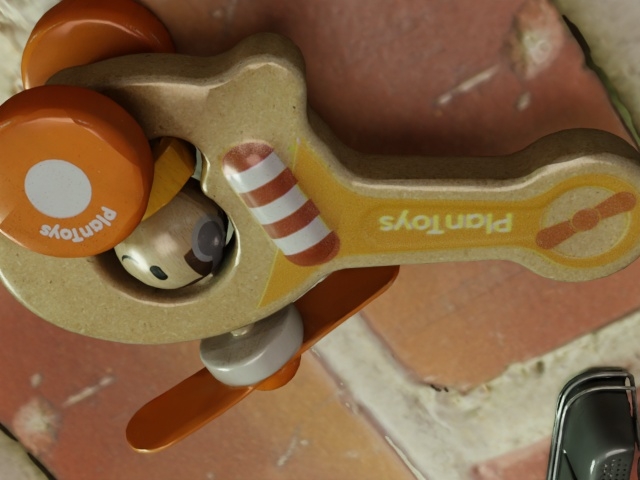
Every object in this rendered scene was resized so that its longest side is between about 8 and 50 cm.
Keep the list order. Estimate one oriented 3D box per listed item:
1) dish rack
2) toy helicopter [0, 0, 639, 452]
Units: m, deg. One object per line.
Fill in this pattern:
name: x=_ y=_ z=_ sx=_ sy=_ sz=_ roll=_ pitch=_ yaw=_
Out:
dish rack: x=0.282 y=0.189 z=0.826 sx=0.271 sy=0.074 sz=0.208 roll=1 pitch=123 yaw=1
toy helicopter: x=0.000 y=0.000 z=0.693 sx=0.355 sy=0.140 sz=0.235 roll=-1 pitch=123 yaw=1
